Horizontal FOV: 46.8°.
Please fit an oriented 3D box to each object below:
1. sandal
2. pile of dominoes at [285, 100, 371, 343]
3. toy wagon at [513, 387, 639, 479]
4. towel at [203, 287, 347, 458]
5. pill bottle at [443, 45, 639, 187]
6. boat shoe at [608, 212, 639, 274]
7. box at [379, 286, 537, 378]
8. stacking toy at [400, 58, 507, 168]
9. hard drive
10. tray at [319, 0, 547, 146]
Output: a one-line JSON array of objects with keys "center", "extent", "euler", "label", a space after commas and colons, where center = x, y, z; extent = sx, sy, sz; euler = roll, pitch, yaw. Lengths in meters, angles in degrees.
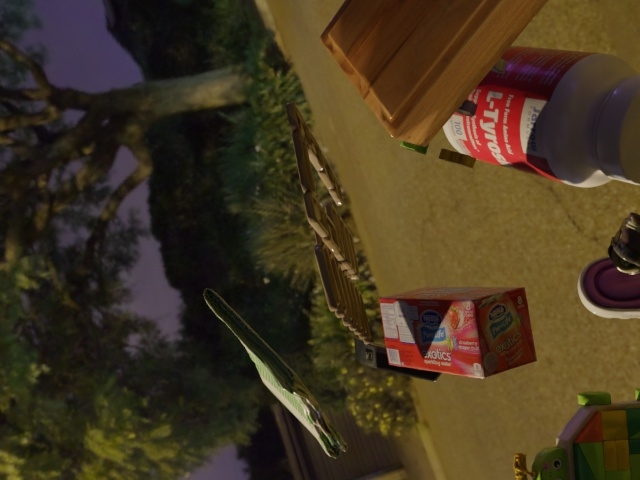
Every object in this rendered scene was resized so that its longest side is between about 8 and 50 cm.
[{"center": [0.683, 0.052, 1.334], "extent": [0.102, 0.416, 0.169], "euler": [57, -162, -59], "label": "sandal"}, {"center": [0.000, 0.000, 0.755], "extent": [0.251, 0.040, 0.196], "euler": [50, -152, -70], "label": "pile of dominoes"}, {"center": [0.503, 0.397, 1.278], "extent": [0.068, 0.344, 0.267], "euler": [152, 117, -74], "label": "toy wagon"}, {"center": [-0.074, 0.238, 1.269], "extent": [0.248, 0.038, 0.325], "euler": [40, 166, 35], "label": "towel"}, {"center": [0.424, -0.225, 1.327], "extent": [0.407, 0.229, 0.229], "euler": [28, 139, 55], "label": "pill bottle"}, {"center": [0.467, 0.013, 1.106], "extent": [0.080, 0.073, 0.223], "euler": [41, -173, 21], "label": "boat shoe"}, {"center": [0.227, 0.149, 1.264], "extent": [0.257, 0.122, 0.128], "euler": [-7, 93, 59], "label": "box"}, {"center": [0.191, -0.195, 1.042], "extent": [0.221, 0.052, 0.167], "euler": [3, -75, -61], "label": "stacking toy"}, {"center": [0.162, 0.255, 1.594], "extent": [0.254, 0.171, 0.054], "euler": [154, 130, -82], "label": "hard drive"}, {"center": [0.175, -0.330, 0.843], "extent": [0.076, 0.411, 0.203], "euler": [8, -139, -45], "label": "tray"}]
